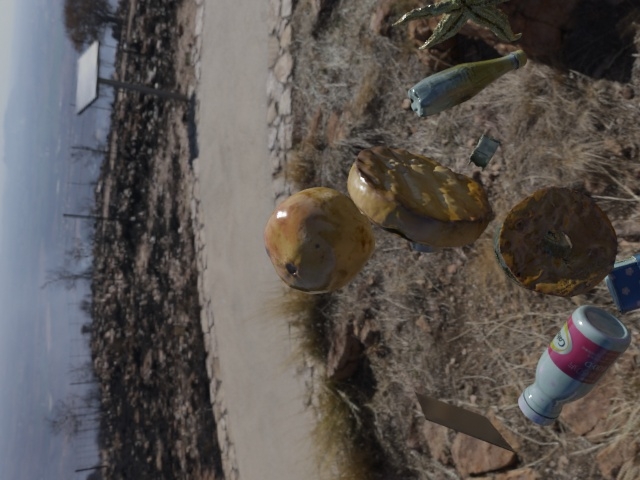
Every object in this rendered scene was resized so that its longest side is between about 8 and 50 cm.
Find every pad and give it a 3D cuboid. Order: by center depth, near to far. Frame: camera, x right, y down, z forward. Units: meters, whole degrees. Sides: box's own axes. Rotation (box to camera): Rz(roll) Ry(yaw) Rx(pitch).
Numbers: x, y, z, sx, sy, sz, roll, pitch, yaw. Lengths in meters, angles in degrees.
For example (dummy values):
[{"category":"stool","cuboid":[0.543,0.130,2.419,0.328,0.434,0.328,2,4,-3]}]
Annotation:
[{"category":"pad","cuboid":[0.405,0.519,1.527,0.367,0.247,0.007,39,-110,-83]}]

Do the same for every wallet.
[{"category":"wallet","cuboid":[0.858,0.099,1.359,0.202,0.059,0.141,-20,89,15]}]

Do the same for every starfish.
[{"category":"starfish","cuboid":[0.368,-0.606,1.365,0.347,0.358,0.078,26,-112,-81]}]

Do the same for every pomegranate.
[{"category":"pomegranate","cuboid":[0.000,0.000,1.587,0.342,0.342,0.342,-10,79,57]}]

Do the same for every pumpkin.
[{"category":"pumpkin","cuboid":[0.819,0.033,2.015,0.257,0.291,0.328,-54,13,44]}]

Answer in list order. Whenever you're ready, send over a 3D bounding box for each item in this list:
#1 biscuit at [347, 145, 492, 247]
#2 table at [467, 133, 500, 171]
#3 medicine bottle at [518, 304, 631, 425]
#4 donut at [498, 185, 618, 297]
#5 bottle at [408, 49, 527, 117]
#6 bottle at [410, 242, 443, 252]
[{"category":"biscuit","cuboid":[0.195,-0.085,1.051,0.296,0.296,0.102,57,138,44]},{"category":"table","cuboid":[0.516,-0.277,1.660,0.083,0.062,0.079,-58,-14,-11]},{"category":"medicine bottle","cuboid":[0.408,0.212,0.859,0.090,0.090,0.217,57,138,44]},{"category":"donut","cuboid":[0.592,0.007,1.328,0.108,0.277,0.277,-3,-82,-78]},{"category":"bottle","cuboid":[0.331,-0.356,1.165,0.083,0.269,0.083,158,90,-87]},{"category":"bottle","cuboid":[0.310,-0.077,1.461,0.097,0.110,0.209,-89,-1,-68]}]
